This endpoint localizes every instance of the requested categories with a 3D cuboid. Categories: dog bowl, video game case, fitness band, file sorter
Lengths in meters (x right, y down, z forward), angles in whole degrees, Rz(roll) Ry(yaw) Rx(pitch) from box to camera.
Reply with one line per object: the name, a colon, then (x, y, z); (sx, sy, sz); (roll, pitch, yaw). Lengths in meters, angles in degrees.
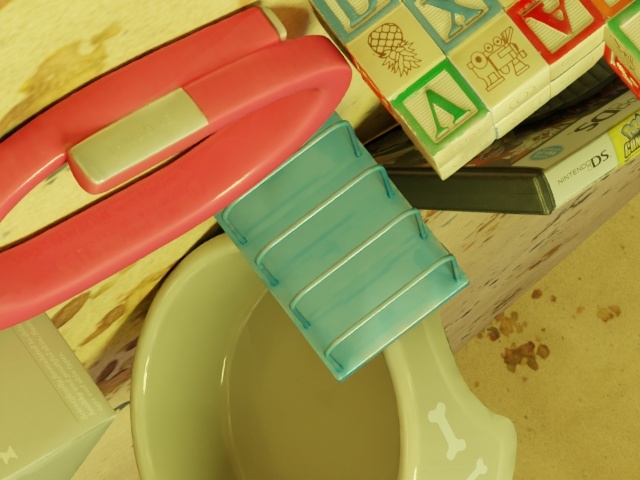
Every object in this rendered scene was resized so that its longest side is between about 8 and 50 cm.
dog bowl: (-0.015, 0.141, 1.267); (0.102, 0.349, 0.349); (-4, 147, -48)
video game case: (0.167, -0.093, 1.284); (0.248, 0.035, 0.275); (-32, -160, -29)
fitness band: (-0.108, -0.041, 0.946); (0.291, 0.054, 0.209); (-30, 169, -31)
file sorter: (0.004, -0.010, 1.112); (0.118, 0.170, 0.104); (-37, 165, -2)

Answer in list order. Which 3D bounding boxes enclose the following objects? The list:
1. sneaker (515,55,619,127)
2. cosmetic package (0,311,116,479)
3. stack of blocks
sneaker: (0.218, -0.170, 1.279); (0.319, 0.112, 0.131); (-33, 168, -15)
cosmetic package: (-0.237, 0.135, 1.056); (0.107, 0.127, 0.238); (-28, 167, -40)
stack of blocks: (0.161, -0.165, 0.960); (0.297, 0.171, 0.087); (-37, 169, 1)
